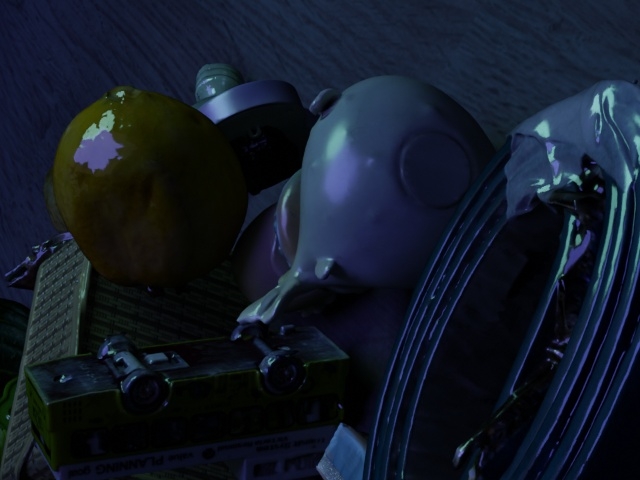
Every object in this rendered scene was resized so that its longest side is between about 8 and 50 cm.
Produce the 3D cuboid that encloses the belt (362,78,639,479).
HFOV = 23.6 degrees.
[{"bbox_3d":[0.185,0.097,1.151,0.436,0.173,0.300,-64,27,5],"label":"belt"}]

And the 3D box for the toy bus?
[{"bbox_3d":[-0.126,0.163,1.472,0.113,0.302,0.139,-143,52,-60],"label":"toy bus"}]

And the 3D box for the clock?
[{"bbox_3d":[-0.082,-0.095,1.684,0.172,0.198,0.064,-25,67,10],"label":"clock"}]

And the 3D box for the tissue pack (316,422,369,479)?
[{"bbox_3d":[0.049,0.219,1.386,0.058,0.074,0.094,-58,33,9],"label":"tissue pack"}]

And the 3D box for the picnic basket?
[{"bbox_3d":[-0.196,0.152,1.676,0.175,0.228,0.312,-34,42,48],"label":"picnic basket"}]

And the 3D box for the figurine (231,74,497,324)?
[{"bbox_3d":[0.000,0.000,1.479,0.274,0.226,0.394,-42,6,-28],"label":"figurine"}]

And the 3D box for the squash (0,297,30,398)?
[{"bbox_3d":[-0.456,0.183,2.111,0.218,0.172,0.218,-57,-1,-2],"label":"squash"}]

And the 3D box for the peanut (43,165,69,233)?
[{"bbox_3d":[-0.329,-0.043,2.159,0.226,0.095,0.108,42,122,55],"label":"peanut"}]

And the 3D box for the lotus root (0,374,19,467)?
[{"bbox_3d":[-0.319,0.275,1.874,0.186,0.186,0.186,-37,41,41],"label":"lotus root"}]

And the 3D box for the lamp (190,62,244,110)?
[{"bbox_3d":[-0.126,-0.148,1.905,0.106,0.106,0.193,-47,25,31],"label":"lamp"}]

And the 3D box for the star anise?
[{"bbox_3d":[-0.271,0.004,1.942,0.288,0.088,0.288,-15,30,9],"label":"star anise"}]

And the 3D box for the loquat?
[{"bbox_3d":[-0.174,-0.046,1.562,0.187,0.234,0.176,-2,28,33],"label":"loquat"}]
